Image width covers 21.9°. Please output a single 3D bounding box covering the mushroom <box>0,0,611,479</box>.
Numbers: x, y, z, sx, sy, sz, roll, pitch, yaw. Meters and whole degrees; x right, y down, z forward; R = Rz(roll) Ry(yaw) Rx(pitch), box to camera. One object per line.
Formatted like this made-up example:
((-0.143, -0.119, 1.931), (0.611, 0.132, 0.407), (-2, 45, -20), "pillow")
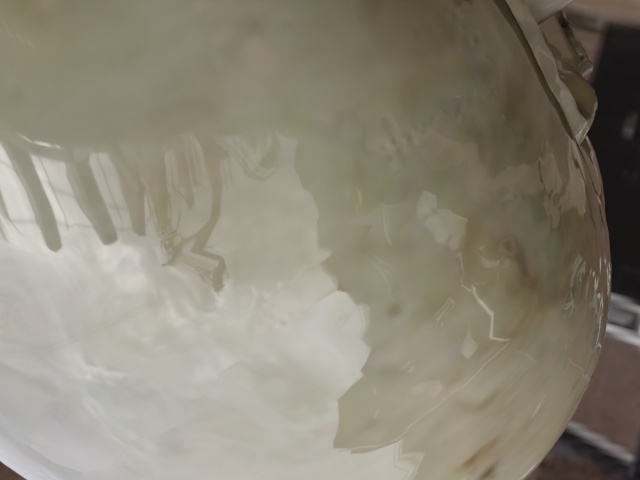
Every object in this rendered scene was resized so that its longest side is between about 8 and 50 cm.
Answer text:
((-0.030, -0.083, 0.433), (0.315, 0.356, 0.315), (6, -132, -7), "mushroom")
